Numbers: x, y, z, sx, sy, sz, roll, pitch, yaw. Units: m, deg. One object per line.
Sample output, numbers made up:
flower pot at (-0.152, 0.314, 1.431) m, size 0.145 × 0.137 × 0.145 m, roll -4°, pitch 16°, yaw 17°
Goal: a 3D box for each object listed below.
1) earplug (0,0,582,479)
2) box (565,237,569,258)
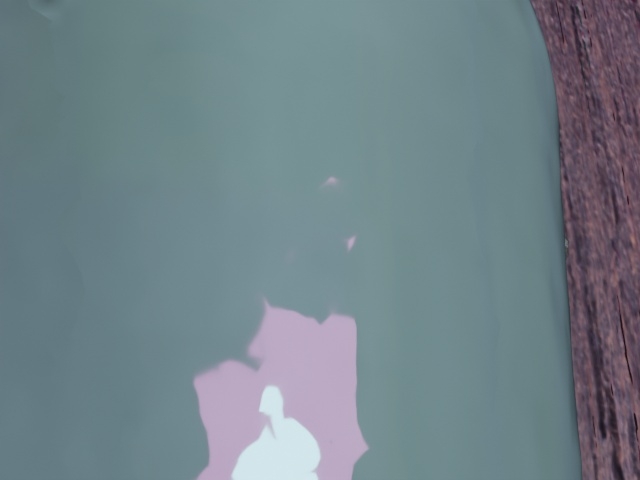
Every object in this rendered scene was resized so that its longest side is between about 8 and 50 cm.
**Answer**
earplug at (-0.067, 0.032, 0.547) m, size 0.313 × 0.313 × 0.394 m, roll 22°, pitch 63°, yaw -44°
box at (0.000, 0.000, 0.920) m, size 0.231 × 0.149 × 0.155 m, roll 47°, pitch 44°, yaw -28°
